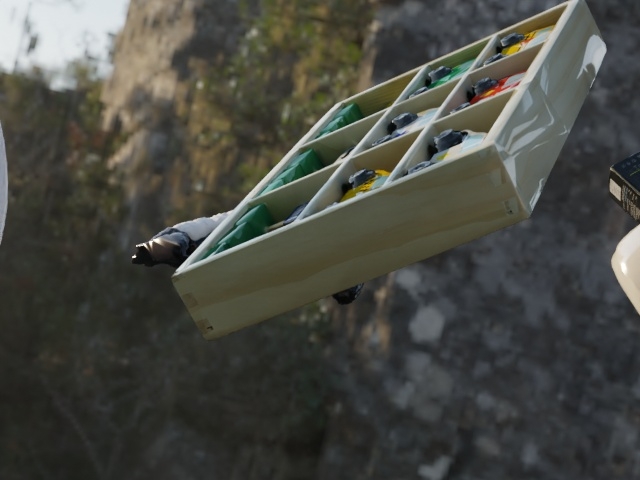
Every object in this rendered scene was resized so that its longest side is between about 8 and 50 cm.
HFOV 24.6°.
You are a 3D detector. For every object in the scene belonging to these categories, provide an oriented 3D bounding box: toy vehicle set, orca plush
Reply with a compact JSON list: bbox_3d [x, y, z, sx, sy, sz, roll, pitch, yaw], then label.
[{"bbox_3d":[0.047,-0.045,0.741,0.166,0.035,0.267,-22,14,25],"label":"toy vehicle set"},{"bbox_3d":[0.000,0.000,1.183,0.287,0.102,0.151,-10,-29,-44],"label":"orca plush"}]

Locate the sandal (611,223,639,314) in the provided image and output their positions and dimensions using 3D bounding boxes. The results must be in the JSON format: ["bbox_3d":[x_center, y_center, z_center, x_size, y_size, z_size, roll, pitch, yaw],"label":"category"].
[{"bbox_3d":[0.343,0.079,0.870,0.416,0.102,0.169,22,30,-37],"label":"sandal"}]

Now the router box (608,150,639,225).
[{"bbox_3d":[0.308,-0.047,1.181,0.092,0.122,0.038,50,-19,38],"label":"router box"}]

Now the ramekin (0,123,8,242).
[{"bbox_3d":[-0.320,-0.049,0.812,0.135,0.277,0.277,-20,-21,32],"label":"ramekin"}]
